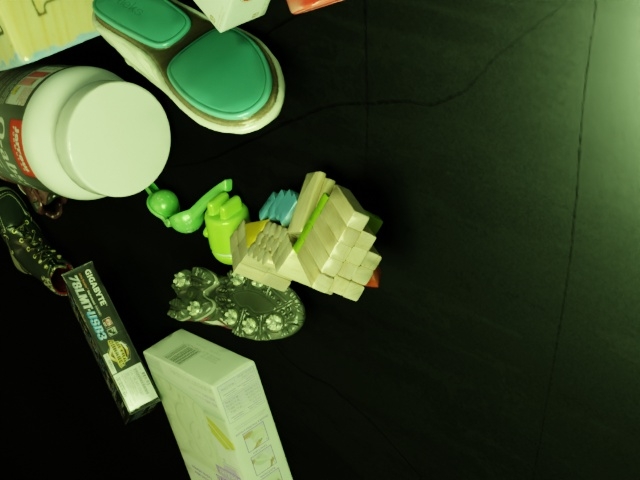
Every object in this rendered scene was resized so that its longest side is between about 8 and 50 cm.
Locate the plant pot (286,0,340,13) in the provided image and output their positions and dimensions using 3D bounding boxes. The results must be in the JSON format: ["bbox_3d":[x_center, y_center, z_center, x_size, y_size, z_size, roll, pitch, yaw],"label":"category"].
[{"bbox_3d":[0.037,-0.312,0.941,0.191,0.191,0.174,1,114,55],"label":"plant pot"}]

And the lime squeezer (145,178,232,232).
[{"bbox_3d":[-0.241,-0.072,1.675,0.310,0.059,0.110,21,133,47],"label":"lime squeezer"}]

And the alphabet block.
[{"bbox_3d":[-0.429,-0.377,1.552,0.192,0.193,0.197,4,119,52],"label":"alphabet block"}]

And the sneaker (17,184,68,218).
[{"bbox_3d":[-0.528,-0.154,1.951,0.162,0.106,0.281,52,161,40],"label":"sneaker"}]

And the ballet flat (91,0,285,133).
[{"bbox_3d":[-0.162,-0.225,1.385,0.400,0.139,0.139,39,144,38],"label":"ballet flat"}]

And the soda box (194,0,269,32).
[{"bbox_3d":[-0.084,-0.340,1.199,0.069,0.074,0.216,51,148,13],"label":"soda box"}]

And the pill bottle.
[{"bbox_3d":[-0.405,-0.176,1.671,0.363,0.210,0.210,13,127,50],"label":"pill bottle"}]

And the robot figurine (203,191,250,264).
[{"bbox_3d":[-0.135,-0.014,1.561,0.101,0.067,0.115,16,130,34],"label":"robot figurine"}]

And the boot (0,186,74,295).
[{"bbox_3d":[-0.618,0.004,2.259,0.179,0.085,0.236,28,144,38],"label":"boot"}]

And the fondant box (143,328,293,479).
[{"bbox_3d":[-0.178,0.346,1.906,0.238,0.096,0.330,15,129,50],"label":"fondant box"}]

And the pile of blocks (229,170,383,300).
[{"bbox_3d":[0.000,0.000,1.370,0.113,0.149,0.362,23,172,-25],"label":"pile of blocks"}]

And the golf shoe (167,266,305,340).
[{"bbox_3d":[-0.109,0.094,1.594,0.273,0.120,0.105,9,83,43],"label":"golf shoe"}]

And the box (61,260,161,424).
[{"bbox_3d":[-0.412,0.208,2.052,0.293,0.073,0.295,64,164,7],"label":"box"}]
